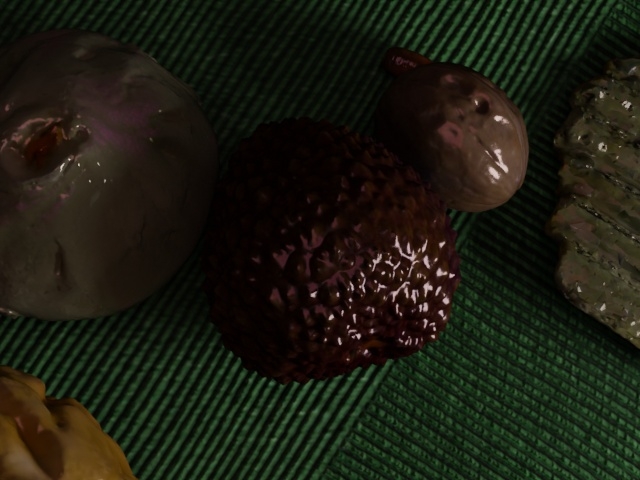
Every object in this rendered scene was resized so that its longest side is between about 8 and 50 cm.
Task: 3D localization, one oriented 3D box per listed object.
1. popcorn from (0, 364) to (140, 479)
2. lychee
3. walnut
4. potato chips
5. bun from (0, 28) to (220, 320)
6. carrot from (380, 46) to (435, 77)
[{"bbox_3d":[-0.310,0.276,1.562,0.390,0.354,0.344,2,70,15],"label":"popcorn"},{"bbox_3d":[0.000,0.000,1.718,0.271,0.271,0.271,1,80,-8],"label":"lychee"},{"bbox_3d":[0.131,-0.103,1.797,0.162,0.140,0.140,33,77,10],"label":"walnut"},{"bbox_3d":[0.431,-0.017,1.860,0.429,0.070,0.358,26,76,-3],"label":"potato chips"},{"bbox_3d":[-0.237,-0.072,1.715,0.293,0.187,0.293,2,78,-9],"label":"bun"},{"bbox_3d":[0.107,-0.171,1.859,0.093,0.032,0.032,23,78,-7],"label":"carrot"}]
